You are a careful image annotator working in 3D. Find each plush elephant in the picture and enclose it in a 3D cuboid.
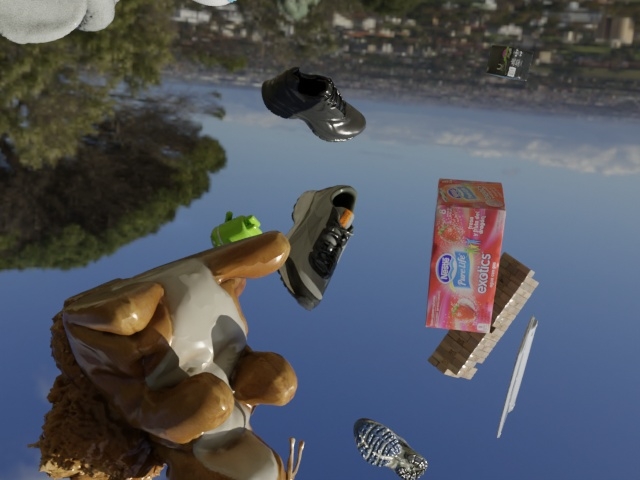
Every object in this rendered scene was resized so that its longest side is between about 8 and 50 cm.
[{"bbox_3d":[-0.366,-0.396,0.993,0.256,0.271,0.330,-19,-158,-34],"label":"plush elephant"}]

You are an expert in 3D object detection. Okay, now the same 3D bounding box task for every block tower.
[{"bbox_3d":[0.414,0.198,1.957,0.091,0.335,0.097,39,-171,36],"label":"block tower"}]

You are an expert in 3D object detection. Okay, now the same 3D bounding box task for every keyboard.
[{"bbox_3d":[0.295,0.214,1.187,0.014,0.256,0.072,23,-125,22],"label":"keyboard"}]

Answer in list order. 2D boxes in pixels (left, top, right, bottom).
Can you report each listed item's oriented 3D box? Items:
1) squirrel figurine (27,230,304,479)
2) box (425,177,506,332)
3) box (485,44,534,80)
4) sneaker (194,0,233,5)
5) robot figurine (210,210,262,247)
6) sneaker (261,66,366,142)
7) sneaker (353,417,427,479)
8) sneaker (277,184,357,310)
[{"bbox_3d":[-0.198,0.226,1.042,0.397,0.370,0.281,-14,-172,37],"label":"squirrel figurine"},{"bbox_3d":[0.310,0.032,1.685,0.142,0.299,0.154,5,-152,8],"label":"box"},{"bbox_3d":[0.390,-0.368,1.611,0.052,0.062,0.083,7,-166,-21],"label":"box"},{"bbox_3d":[-0.169,-0.281,0.740,0.229,0.092,0.087,32,-123,11],"label":"sneaker"},{"bbox_3d":[-0.186,-0.012,1.680,0.115,0.101,0.067,-23,146,13],"label":"robot figurine"},{"bbox_3d":[0.006,-0.319,1.828,0.286,0.109,0.130,16,151,-36],"label":"sneaker"},{"bbox_3d":[0.085,0.279,1.063,0.135,0.052,0.058,44,179,-29],"label":"sneaker"},{"bbox_3d":[0.000,0.000,1.320,0.108,0.100,0.271,-21,-143,32],"label":"sneaker"}]
